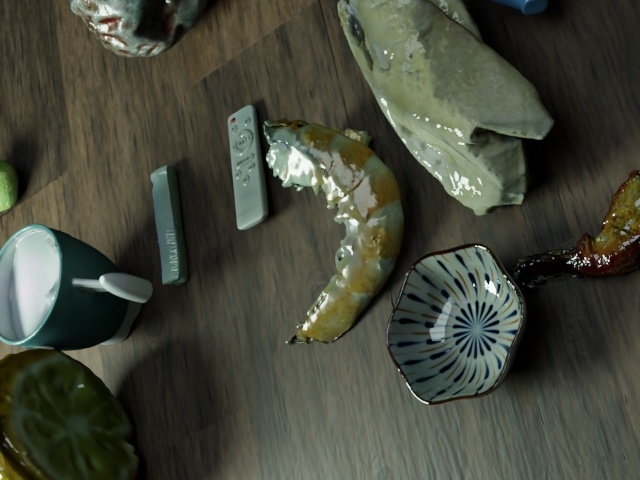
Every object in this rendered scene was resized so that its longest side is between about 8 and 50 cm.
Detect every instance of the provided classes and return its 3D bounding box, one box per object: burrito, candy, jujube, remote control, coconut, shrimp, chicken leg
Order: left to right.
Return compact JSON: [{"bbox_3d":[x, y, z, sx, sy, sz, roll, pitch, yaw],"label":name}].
[{"bbox_3d":[-0.517,-0.091,2.280,0.088,0.088,0.096,-4,102,40],"label":"coconut"},{"bbox_3d":[-0.357,0.267,1.909,0.118,0.260,0.260,-42,52,33],"label":"candy"},{"bbox_3d":[-0.275,-0.412,2.093,0.226,0.226,0.317,-46,49,20],"label":"jujube"},{"bbox_3d":[-0.096,-0.098,1.959,0.050,0.027,0.184,-27,55,30],"label":"remote control"},{"bbox_3d":[0.023,-0.018,1.792,0.185,0.068,0.287,-7,92,35],"label":"shrimp"},{"bbox_3d":[0.135,-0.181,1.676,0.332,0.135,0.190,64,144,34],"label":"burrito"},{"bbox_3d":[0.311,-0.010,1.561,0.253,0.051,0.106,-38,48,26],"label":"chicken leg"}]

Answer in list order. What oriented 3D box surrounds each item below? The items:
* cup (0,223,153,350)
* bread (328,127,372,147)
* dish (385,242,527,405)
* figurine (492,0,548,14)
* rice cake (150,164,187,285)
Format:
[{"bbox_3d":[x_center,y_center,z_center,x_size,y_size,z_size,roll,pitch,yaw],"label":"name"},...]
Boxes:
[{"bbox_3d":[-0.347,0.079,2.014,0.300,0.173,0.167,-6,71,39],"label":"cup"},{"bbox_3d":[0.022,-0.109,1.849,0.083,0.035,0.070,9,86,32],"label":"bread"},{"bbox_3d":[0.166,0.099,1.638,0.191,0.066,0.190,-13,71,39],"label":"dish"},{"bbox_3d":[0.207,-0.394,1.701,0.154,0.180,0.262,-28,49,8],"label":"figurine"},{"bbox_3d":[-0.214,-0.020,2.029,0.042,0.030,0.180,-23,62,28],"label":"rice cake"}]
